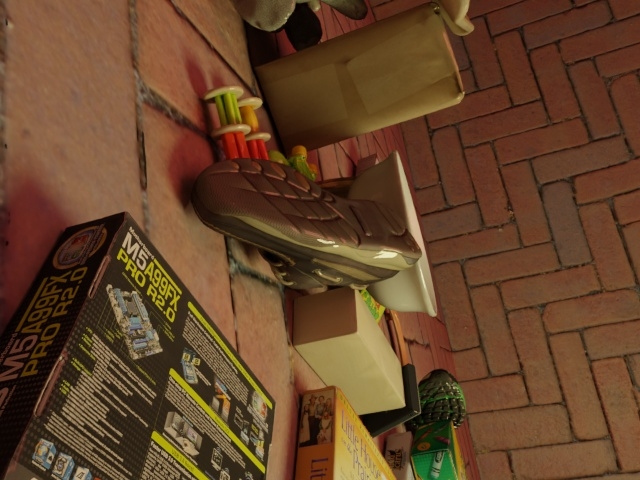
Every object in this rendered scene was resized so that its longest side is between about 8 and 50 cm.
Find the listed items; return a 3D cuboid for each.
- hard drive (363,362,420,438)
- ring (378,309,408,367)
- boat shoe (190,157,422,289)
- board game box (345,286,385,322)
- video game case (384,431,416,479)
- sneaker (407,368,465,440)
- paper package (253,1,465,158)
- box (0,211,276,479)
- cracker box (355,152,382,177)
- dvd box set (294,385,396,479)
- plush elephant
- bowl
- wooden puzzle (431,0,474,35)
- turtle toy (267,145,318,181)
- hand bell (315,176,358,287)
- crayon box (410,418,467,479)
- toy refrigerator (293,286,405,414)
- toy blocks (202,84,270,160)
[{"bbox_3d":[0.127,0.298,1.023,0.022,0.135,0.094,26,42,-26],"label":"hard drive"},{"bbox_3d":[0.164,0.249,1.367,0.336,0.032,0.337,-14,90,-73],"label":"ring"},{"bbox_3d":[-0.014,0.006,0.712,0.355,0.130,0.132,17,35,-40],"label":"boat shoe"},{"bbox_3d":[0.085,0.117,1.078,0.181,0.043,0.092,-54,132,-44],"label":"board game box"},{"bbox_3d":[0.182,0.565,1.086,0.244,0.061,0.270,-59,132,-71],"label":"video game case"},{"bbox_3d":[0.270,0.393,1.354,0.344,0.134,0.146,85,8,-53],"label":"sneaker"},{"bbox_3d":[0.085,-0.299,1.030,0.309,0.324,0.168,-58,130,-67],"label":"paper package"},{"bbox_3d":[-0.122,0.149,0.410,0.216,0.060,0.270,-88,157,-47],"label":"box"},{"bbox_3d":[0.154,-0.118,1.541,0.156,0.067,0.232,58,26,-28],"label":"cracker box"},{"bbox_3d":[0.042,0.449,0.706,0.421,0.062,0.308,-86,156,-48],"label":"dvd box set"},{"bbox_3d":[-0.026,-0.446,0.891,0.329,0.272,0.255,20,29,-43],"label":"plush elephant"},{"bbox_3d":[0.108,0.000,0.981,0.298,0.134,0.298,-13,90,-78],"label":"bowl"},{"bbox_3d":[0.169,-0.499,0.908,0.322,0.080,0.348,55,20,-4],"label":"wooden puzzle"},{"bbox_3d":[-0.048,-0.098,0.873,0.130,0.066,0.095,53,27,-53],"label":"turtle toy"},{"bbox_3d":[0.057,-0.001,1.127,0.126,0.126,0.242,-50,135,-71],"label":"hand bell"},{"bbox_3d":[0.263,0.534,1.134,0.165,0.081,0.279,-10,86,-75],"label":"crayon box"},{"bbox_3d":[0.054,0.186,0.908,0.270,0.102,0.094,58,23,-46],"label":"toy refrigerator"},{"bbox_3d":[-0.099,-0.119,0.736,0.123,0.054,0.148,-9,85,-75],"label":"toy blocks"}]
